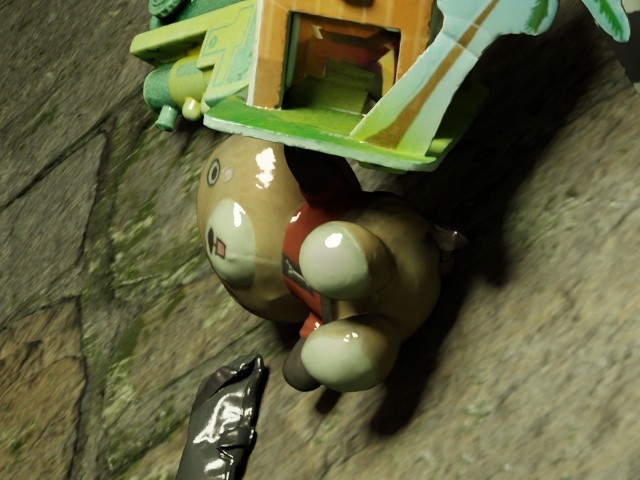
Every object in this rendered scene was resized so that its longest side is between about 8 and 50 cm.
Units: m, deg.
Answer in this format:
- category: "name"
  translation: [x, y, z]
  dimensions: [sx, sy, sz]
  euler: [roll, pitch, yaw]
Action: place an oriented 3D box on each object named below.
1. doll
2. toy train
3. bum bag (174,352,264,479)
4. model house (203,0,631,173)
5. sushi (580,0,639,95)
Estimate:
- category: "doll"
  translation: [0.000, 0.000, 1.472]
  dimensions: [0.174, 0.235, 0.330]
  euler: [-20, 30, -25]
- category: "toy train"
  translation: [-0.101, -0.225, 1.872]
  dimensions: [0.369, 0.150, 0.237]
  euler: [-5, 62, 55]
- category: "bum bag"
  translation: [-0.105, 0.193, 1.551]
  dimensions: [0.087, 0.049, 0.197]
  euler: [-19, 45, 38]
- category: "model house"
  translation: [0.109, -0.241, 1.376]
  dimensions: [0.300, 0.340, 0.323]
  euler: [-49, -32, -66]
- category: "sushi"
  translation: [0.280, -0.244, 1.218]
  dimensions: [0.294, 0.059, 0.292]
  euler: [-45, 63, 45]
